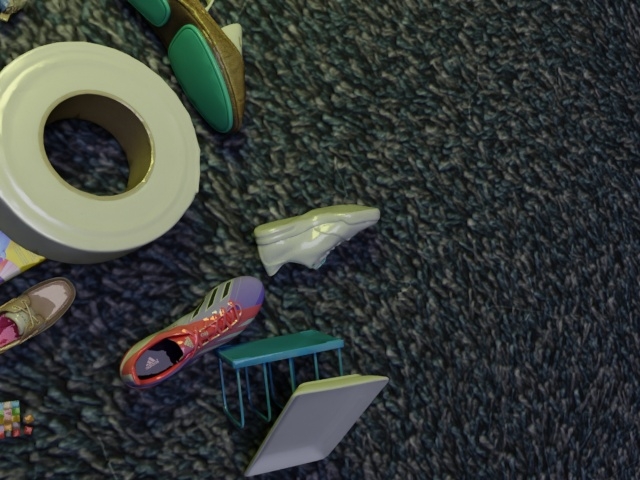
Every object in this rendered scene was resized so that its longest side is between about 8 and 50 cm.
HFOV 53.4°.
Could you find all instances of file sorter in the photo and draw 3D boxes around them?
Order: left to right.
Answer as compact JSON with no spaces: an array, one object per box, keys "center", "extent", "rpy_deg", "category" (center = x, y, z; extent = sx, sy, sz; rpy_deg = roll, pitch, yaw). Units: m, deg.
[{"center":[-0.060,0.206,0.966],"extent":[0.170,0.118,0.104],"rpy_deg":[-8,93,-22],"category":"file sorter"}]

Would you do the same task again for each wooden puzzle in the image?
[{"center":[-0.436,0.245,0.867],"extent":[0.083,0.006,0.049],"rpy_deg":[-2,88,-22],"category":"wooden puzzle"}]

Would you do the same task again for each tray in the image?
[{"center":[-0.016,0.266,0.924],"extent":[0.145,0.270,0.030],"rpy_deg":[-4,52,-28],"category":"tray"}]

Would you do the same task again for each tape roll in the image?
[{"center":[-0.309,-0.113,0.854],"extent":[0.286,0.100,0.286],"rpy_deg":[10,72,-34],"category":"tape roll"}]

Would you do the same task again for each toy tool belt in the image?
[{"center":[-0.451,-0.344,0.875],"extent":[0.083,0.052,0.051],"rpy_deg":[41,65,-14],"category":"toy tool belt"}]

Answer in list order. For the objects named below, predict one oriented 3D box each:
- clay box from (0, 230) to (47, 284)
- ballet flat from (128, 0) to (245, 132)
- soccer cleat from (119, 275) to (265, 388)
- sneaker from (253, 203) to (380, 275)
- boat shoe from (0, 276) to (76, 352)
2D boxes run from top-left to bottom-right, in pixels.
[{"center":[-0.449,-0.002,0.853],"extent":[0.222,0.053,0.127],"rpy_deg":[-32,99,-21],"category":"clay box"},{"center":[-0.195,-0.329,0.961],"extent":[0.342,0.116,0.124],"rpy_deg":[53,51,-7],"category":"ballet flat"},{"center":[-0.178,0.135,0.932],"extent":[0.248,0.095,0.083],"rpy_deg":[-32,99,-20],"category":"soccer cleat"},{"center":[0.000,0.000,1.033],"extent":[0.212,0.080,0.094],"rpy_deg":[-14,104,-15],"category":"sneaker"},{"center":[-0.408,0.111,0.859],"extent":[0.170,0.059,0.063],"rpy_deg":[-39,101,-19],"category":"boat shoe"}]
